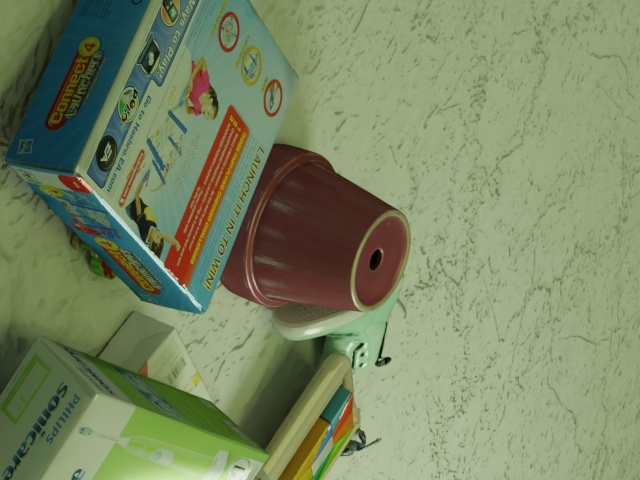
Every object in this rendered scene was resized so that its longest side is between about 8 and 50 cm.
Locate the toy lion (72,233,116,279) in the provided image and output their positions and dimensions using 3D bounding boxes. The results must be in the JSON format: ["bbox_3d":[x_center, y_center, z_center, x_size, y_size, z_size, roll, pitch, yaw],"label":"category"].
[{"bbox_3d":[-0.221,-0.010,1.727,0.100,0.034,0.096,-68,156,-6],"label":"toy lion"}]

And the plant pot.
[{"bbox_3d":[0.000,0.000,1.938,0.201,0.180,0.201,-36,136,-45],"label":"plant pot"}]

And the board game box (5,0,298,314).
[{"bbox_3d":[-0.160,-0.129,1.655,0.302,0.086,0.308,55,50,-54],"label":"board game box"}]

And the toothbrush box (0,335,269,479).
[{"bbox_3d":[-0.224,0.248,1.689,0.283,0.122,0.206,27,97,-50],"label":"toothbrush box"}]

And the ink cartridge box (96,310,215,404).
[{"bbox_3d":[-0.192,0.190,1.847,0.115,0.067,0.198,-52,143,-27],"label":"ink cartridge box"}]

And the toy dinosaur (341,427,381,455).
[{"bbox_3d":[0.039,0.294,2.326,0.090,0.047,0.082,-36,157,5],"label":"toy dinosaur"}]

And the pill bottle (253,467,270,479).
[{"bbox_3d":[-0.152,0.347,1.958,0.193,0.108,0.108,-37,136,-44],"label":"pill bottle"}]

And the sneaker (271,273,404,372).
[{"bbox_3d":[0.021,0.129,2.131,0.256,0.094,0.151,-19,125,-52],"label":"sneaker"}]

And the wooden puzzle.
[{"bbox_3d":[-0.011,0.283,2.157,0.221,0.044,0.238,-55,160,-18],"label":"wooden puzzle"}]
